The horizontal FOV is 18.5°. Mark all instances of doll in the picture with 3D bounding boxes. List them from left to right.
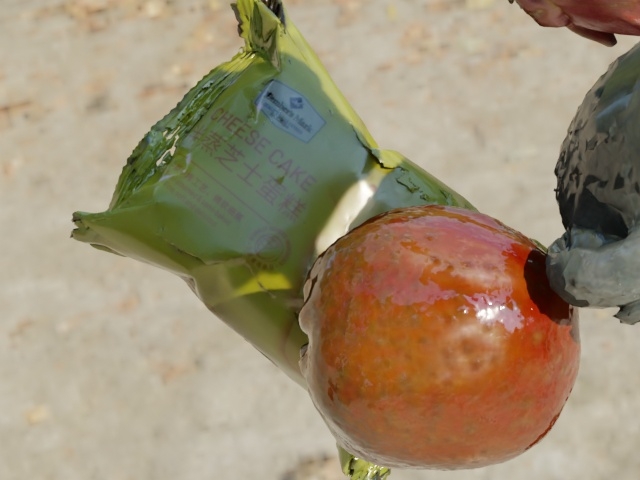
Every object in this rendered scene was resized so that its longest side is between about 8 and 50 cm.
[{"bbox_3d":[0.220,-0.063,0.860,0.246,0.158,0.340,-26,10,22],"label":"doll"}]

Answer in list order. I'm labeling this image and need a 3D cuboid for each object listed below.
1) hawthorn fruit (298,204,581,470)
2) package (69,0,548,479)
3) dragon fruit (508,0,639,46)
[{"bbox_3d":[0.049,0.042,0.815,0.128,0.128,0.128,-8,29,4],"label":"hawthorn fruit"},{"bbox_3d":[0.000,0.000,0.997,0.168,0.226,0.090,-50,2,-8],"label":"package"},{"bbox_3d":[0.117,-0.130,0.647,0.136,0.133,0.166,18,-7,-18],"label":"dragon fruit"}]
